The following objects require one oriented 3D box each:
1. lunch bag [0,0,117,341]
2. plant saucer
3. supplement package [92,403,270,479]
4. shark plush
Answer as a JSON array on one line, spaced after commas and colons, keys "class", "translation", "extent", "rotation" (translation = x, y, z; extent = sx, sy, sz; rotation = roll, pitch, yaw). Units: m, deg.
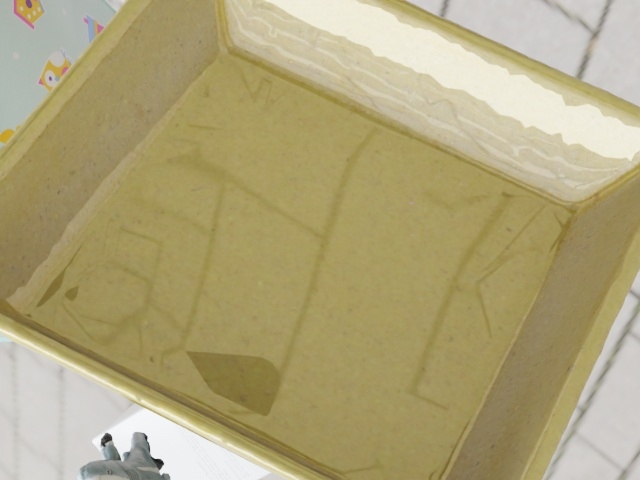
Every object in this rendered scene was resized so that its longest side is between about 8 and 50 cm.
[{"class": "lunch bag", "translation": [-0.231, -0.084, 1.212], "extent": [0.160, 0.262, 0.223], "rotation": [6, 154, 41]}, {"class": "plant saucer", "translation": [0.000, 0.000, 0.956], "extent": [0.333, 0.333, 0.081], "rotation": [26, 142, 9]}, {"class": "supplement package", "translation": [-0.092, 0.158, 1.476], "extent": [0.179, 0.105, 0.105], "rotation": [-33, 97, 44]}, {"class": "shark plush", "translation": [-0.143, 0.171, 1.299], "extent": [0.073, 0.161, 0.067], "rotation": [-34, 98, 22]}]
